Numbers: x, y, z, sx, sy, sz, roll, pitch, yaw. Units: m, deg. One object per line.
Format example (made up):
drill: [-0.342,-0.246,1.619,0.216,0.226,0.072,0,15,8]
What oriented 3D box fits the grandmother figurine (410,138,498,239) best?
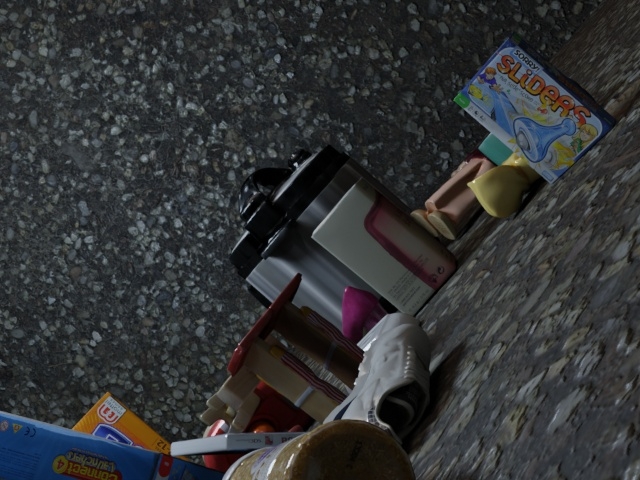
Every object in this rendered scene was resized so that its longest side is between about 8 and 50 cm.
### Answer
grandmother figurine: [0.342,-0.155,1.936,0.342,0.104,0.208,-50,32,-14]

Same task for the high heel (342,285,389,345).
high heel: [0.054,0.169,1.834,0.082,0.117,0.244,-50,1,-28]

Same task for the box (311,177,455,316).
box: [0.117,0.010,1.687,0.127,0.232,0.148,-50,1,11]

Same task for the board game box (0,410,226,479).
board game box: [-0.301,0.332,1.334,0.302,0.308,0.086,48,-126,-62]

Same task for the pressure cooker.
pressure cooker: [0.004,-0.005,2.056,0.375,0.420,0.370,-50,2,-25]

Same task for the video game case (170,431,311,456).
video game case: [-0.083,0.277,1.274,0.201,0.184,0.023,-25,64,57]

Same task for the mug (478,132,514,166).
mug: [0.373,-0.190,1.751,0.129,0.097,0.158,-51,-5,16]

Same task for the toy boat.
toy boat: [-0.106,0.363,1.710,0.231,0.151,0.151,-49,29,-3]

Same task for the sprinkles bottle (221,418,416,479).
sprinkles bottle: [-0.018,0.259,0.945,0.121,0.121,0.355,-49,1,-23]

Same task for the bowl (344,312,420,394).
bowl: [0.092,0.178,1.507,0.142,0.053,0.142,-47,2,25]

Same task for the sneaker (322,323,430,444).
sneaker: [0.092,0.173,1.083,0.095,0.090,0.235,-33,14,38]

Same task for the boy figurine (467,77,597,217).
boy figurine: [0.348,-0.144,1.575,0.285,0.092,0.177,-46,2,-23]

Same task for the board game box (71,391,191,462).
board game box: [-0.532,0.658,2.224,0.356,0.356,0.356,-50,0,-44]

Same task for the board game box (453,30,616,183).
board game box: [0.320,-0.197,1.404,0.136,0.201,0.035,-50,0,39]

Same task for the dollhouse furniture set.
dollhouse furniture set: [-0.040,0.232,1.456,0.152,0.201,0.374,-50,-6,-30]
